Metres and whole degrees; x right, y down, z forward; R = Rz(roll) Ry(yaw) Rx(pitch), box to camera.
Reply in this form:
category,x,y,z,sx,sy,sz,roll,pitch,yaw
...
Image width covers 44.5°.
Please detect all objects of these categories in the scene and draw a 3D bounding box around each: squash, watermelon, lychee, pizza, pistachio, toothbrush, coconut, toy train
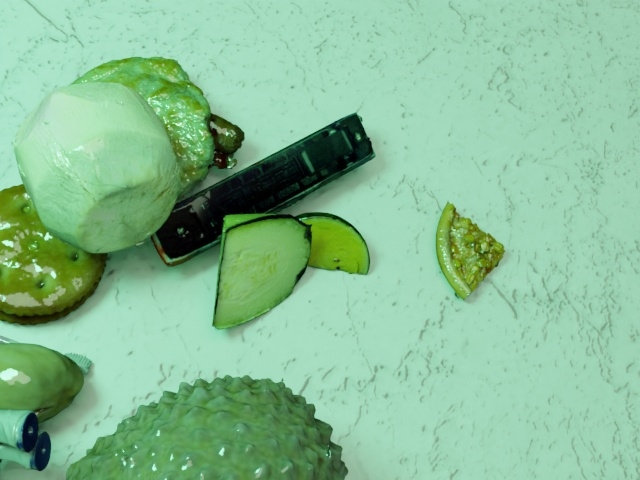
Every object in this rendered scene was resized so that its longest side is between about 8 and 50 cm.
category,x,y,z,sx,sy,sz,roll,pitch,yaw
squash,-0.106,0.025,1.209,0.184,0.192,0.085,-15,39,-41
watermelon,0.003,-0.006,1.274,0.181,0.075,0.092,12,70,-9
lychee,-0.133,0.359,0.941,0.380,0.380,0.432,30,43,1
pizza,0.259,0.019,1.339,0.130,0.041,0.178,11,66,-10
pistachio,-0.424,0.194,1.077,0.184,0.124,0.124,14,65,-1
toothbrush,-0.473,0.143,1.138,0.286,0.020,0.025,18,33,-4
coconut,-0.316,-0.115,1.106,0.227,0.227,0.230,-23,62,-20
toy train,-0.096,-0.085,1.277,0.409,0.089,0.086,-30,103,-21

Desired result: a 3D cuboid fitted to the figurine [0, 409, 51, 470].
category,x,y,z,sx,sy,sz,roll,pitch,yaw
figurine,-0.487,0.249,0.989,0.274,0.194,0.133,-23,40,22

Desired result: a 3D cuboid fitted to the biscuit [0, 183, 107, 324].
category,x,y,z,sx,sy,sz,roll,pitch,yaw
biscuit,-0.431,0.019,1.175,0.220,0.066,0.221,6,65,-13

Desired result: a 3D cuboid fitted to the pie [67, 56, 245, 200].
category,x,y,z,sx,sy,sz,roll,pitch,yaw
pie,-0.290,-0.175,1.268,0.257,0.105,0.274,-40,80,-14
